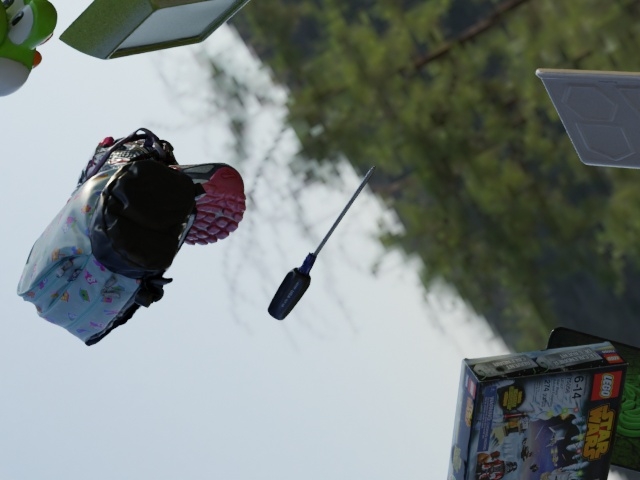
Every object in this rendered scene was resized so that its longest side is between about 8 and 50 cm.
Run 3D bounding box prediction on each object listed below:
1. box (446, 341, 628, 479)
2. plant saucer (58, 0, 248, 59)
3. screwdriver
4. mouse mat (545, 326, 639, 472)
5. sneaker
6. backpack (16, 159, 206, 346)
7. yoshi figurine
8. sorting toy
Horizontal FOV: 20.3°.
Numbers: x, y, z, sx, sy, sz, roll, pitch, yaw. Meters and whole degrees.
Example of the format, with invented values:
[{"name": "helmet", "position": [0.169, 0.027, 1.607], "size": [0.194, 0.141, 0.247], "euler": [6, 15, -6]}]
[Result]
[{"name": "box", "position": [0.121, 0.127, 1.032], "size": [0.027, 0.094, 0.137], "euler": [-125, 34, -56]}, {"name": "plant saucer", "position": [-0.156, -0.246, 1.895], "size": [0.188, 0.188, 0.045], "euler": [-16, -100, -36]}, {"name": "screwdriver", "position": [0.000, 0.000, 1.608], "size": [0.025, 0.170, 0.024], "euler": [35, -165, 22]}, {"name": "mouse mat", "position": [0.361, 0.202, 2.235], "size": [0.007, 0.190, 0.152], "euler": [163, 122, -82]}, {"name": "sneaker", "position": [-0.179, -0.064, 1.886], "size": [0.121, 0.112, 0.299], "euler": [25, 166, -34]}, {"name": "backpack", "position": [-0.204, 0.014, 1.689], "size": [0.115, 0.182, 0.152], "euler": [37, -136, -11]}, {"name": "yoshi figurine", "position": [-0.499, -0.204, 2.276], "size": [0.203, 0.362, 0.203], "euler": [44, -167, -3]}, {"name": "sorting toy", "position": [0.391, -0.156, 2.251], "size": [0.208, 0.193, 0.038], "euler": [51, -125, -45]}]
